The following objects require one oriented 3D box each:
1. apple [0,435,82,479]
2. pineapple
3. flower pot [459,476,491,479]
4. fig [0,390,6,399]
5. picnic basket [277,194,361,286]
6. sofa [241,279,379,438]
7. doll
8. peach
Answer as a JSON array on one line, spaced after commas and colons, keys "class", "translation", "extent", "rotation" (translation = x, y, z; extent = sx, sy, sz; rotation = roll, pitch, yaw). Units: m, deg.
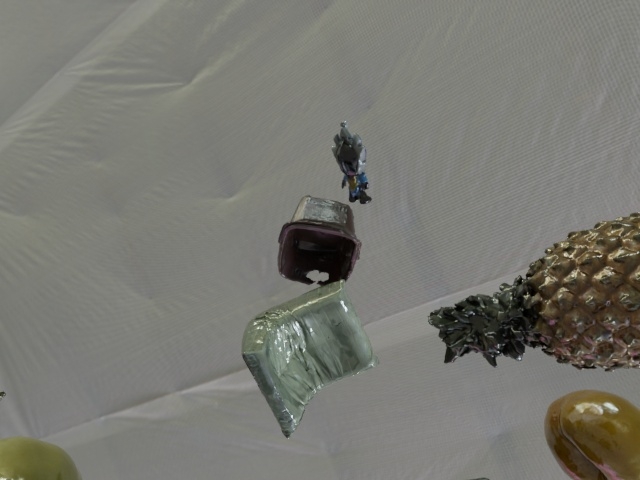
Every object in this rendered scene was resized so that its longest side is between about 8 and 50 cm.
[{"class": "apple", "translation": [-0.541, 0.480, 1.023], "extent": [0.262, 0.262, 0.263], "rotation": [6, -77, 28]}, {"class": "pineapple", "translation": [0.322, 0.081, 0.774], "extent": [0.361, 0.202, 0.202], "rotation": [-13, -86, 23]}, {"class": "flower pot", "translation": [0.331, 0.647, 1.223], "extent": [0.239, 0.209, 0.190], "rotation": [37, -66, 18]}, {"class": "fig", "translation": [-0.735, 0.339, 1.171], "extent": [0.177, 0.117, 0.117], "rotation": [-10, -83, -6]}, {"class": "picnic basket", "translation": [0.000, 0.000, 1.593], "extent": [0.222, 0.129, 0.297], "rotation": [12, -33, -1]}, {"class": "sofa", "translation": [-0.015, 0.217, 1.121], "extent": [0.225, 0.176, 0.210], "rotation": [-22, -74, 3]}, {"class": "doll", "translation": [0.071, -0.177, 1.328], "extent": [0.095, 0.070, 0.195], "rotation": [10, -57, 43]}, {"class": "peach", "translation": [0.575, 0.419, 1.172], "extent": [0.251, 0.153, 0.251], "rotation": [53, -23, 35]}]
